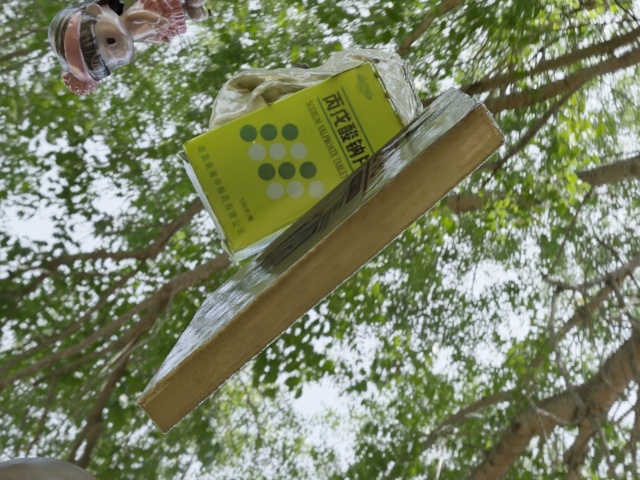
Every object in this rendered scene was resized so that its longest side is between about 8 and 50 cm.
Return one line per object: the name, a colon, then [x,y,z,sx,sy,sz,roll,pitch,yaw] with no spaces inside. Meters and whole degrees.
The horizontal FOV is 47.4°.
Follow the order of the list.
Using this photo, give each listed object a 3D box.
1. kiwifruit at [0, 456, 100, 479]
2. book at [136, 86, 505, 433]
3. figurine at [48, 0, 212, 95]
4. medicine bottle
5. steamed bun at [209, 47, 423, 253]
kiwifruit: [-0.285,0.299,0.670,0.195,0.234,0.196,0,-105,1]
book: [0.000,0.000,0.423,0.231,0.161,0.026,-41,-81,14]
figurine: [-0.151,-0.167,0.575,0.129,0.072,0.054,-31,-107,-12]
medicine bottle: [-0.024,-0.086,0.859,0.250,0.141,0.137,-26,-93,-10]
steamed bun: [0.000,-0.131,1.103,0.346,0.237,0.394,34,-83,-15]
